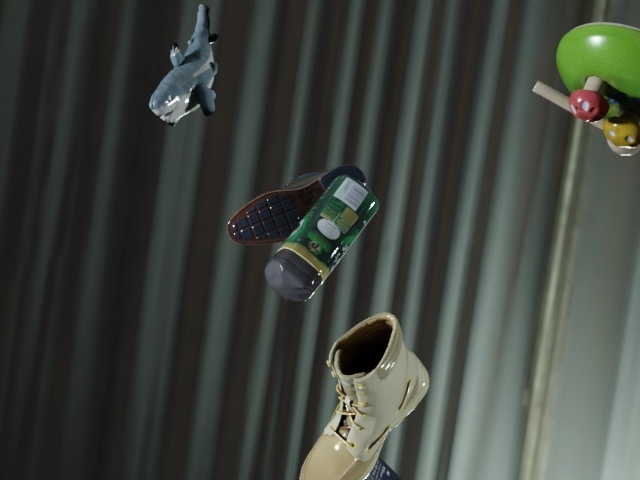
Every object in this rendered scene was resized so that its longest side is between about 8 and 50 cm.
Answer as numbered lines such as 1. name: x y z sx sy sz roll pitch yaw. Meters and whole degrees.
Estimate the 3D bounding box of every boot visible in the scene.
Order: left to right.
1. boot: -0.036 -0.051 2.287 0.219 0.082 0.106 -22 -175 -1
2. boot: 0.044 0.239 2.154 0.095 0.262 0.203 36 166 29

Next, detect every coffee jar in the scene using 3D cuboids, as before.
1. coffee jar: 0.000 0.000 2.139 0.079 0.184 0.096 39 157 -3

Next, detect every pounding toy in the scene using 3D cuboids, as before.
1. pounding toy: 0.369 -0.172 1.960 0.183 0.110 0.237 26 158 -2

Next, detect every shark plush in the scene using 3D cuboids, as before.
1. shark plush: -0.149 -0.206 1.761 0.073 0.161 0.067 4 155 48

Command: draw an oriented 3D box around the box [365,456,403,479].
1. box: 0.066 0.450 2.532 0.093 0.156 0.158 4 150 34
